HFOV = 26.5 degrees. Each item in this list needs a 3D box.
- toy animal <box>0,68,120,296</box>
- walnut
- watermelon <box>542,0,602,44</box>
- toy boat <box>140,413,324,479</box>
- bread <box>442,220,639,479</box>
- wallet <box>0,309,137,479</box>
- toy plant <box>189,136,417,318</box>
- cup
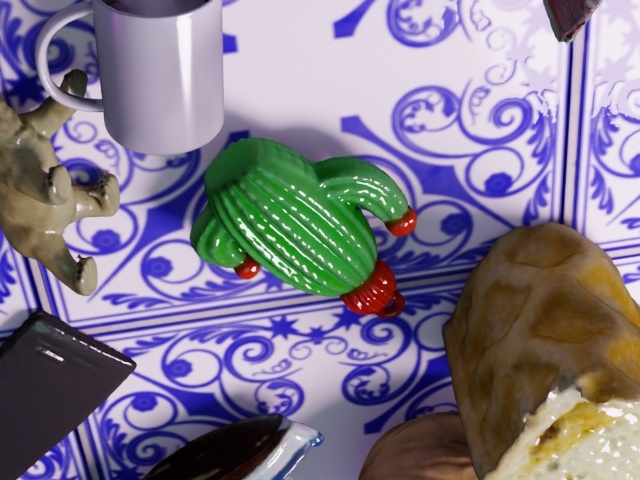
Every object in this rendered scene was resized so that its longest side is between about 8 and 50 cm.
[{"bbox_3d":[-0.241,-0.060,1.128,0.101,0.103,0.219,7,138,15],"label":"toy animal"},{"bbox_3d":[0.142,0.283,1.397,0.228,0.228,0.228,-5,131,-6],"label":"walnut"},{"bbox_3d":[0.180,-0.229,1.016,0.136,0.202,0.207,26,129,20],"label":"watermelon"},{"bbox_3d":[-0.094,0.268,1.403,0.262,0.114,0.115,-27,118,19],"label":"toy boat"},{"bbox_3d":[0.229,0.134,1.263,0.196,0.252,0.238,11,130,-17],"label":"bread"},{"bbox_3d":[-0.301,0.170,1.346,0.124,0.025,0.244,32,118,-32],"label":"wallet"},{"bbox_3d":[0.002,-0.011,1.203,0.240,0.088,0.154,17,124,-24],"label":"toy plant"},{"bbox_3d":[-0.142,-0.149,1.061,0.136,0.099,0.133,11,132,11],"label":"cup"}]
